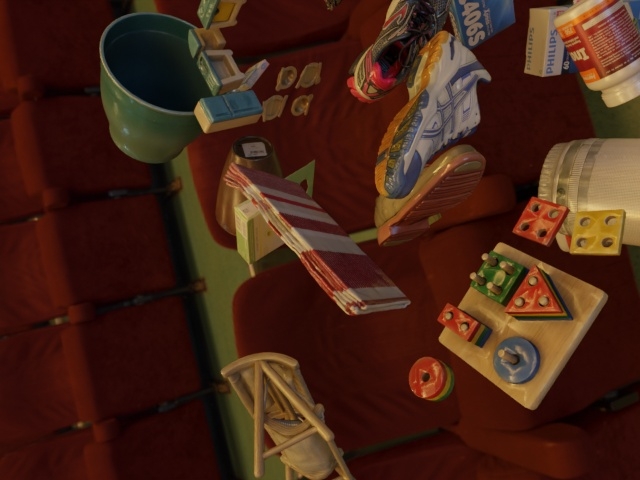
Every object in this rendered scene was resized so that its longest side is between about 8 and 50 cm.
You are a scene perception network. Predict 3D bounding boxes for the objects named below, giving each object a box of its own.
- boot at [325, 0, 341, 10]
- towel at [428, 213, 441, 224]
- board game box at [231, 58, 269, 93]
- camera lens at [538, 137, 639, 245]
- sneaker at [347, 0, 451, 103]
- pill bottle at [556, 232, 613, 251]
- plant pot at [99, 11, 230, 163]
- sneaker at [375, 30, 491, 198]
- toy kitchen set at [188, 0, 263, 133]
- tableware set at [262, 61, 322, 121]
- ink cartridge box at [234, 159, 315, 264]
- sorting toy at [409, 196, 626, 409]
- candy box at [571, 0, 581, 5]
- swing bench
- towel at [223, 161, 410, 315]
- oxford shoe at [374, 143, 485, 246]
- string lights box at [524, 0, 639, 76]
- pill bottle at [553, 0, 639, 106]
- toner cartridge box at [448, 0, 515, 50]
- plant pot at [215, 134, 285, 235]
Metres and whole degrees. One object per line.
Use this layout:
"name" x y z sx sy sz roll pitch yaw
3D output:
"boot" -0.055 -0.475 0.885 0.263 0.229 0.091 -37 24 34
"towel" 0.326 -0.094 1.679 0.021 0.237 0.102 -37 84 29
"board game box" -0.183 -0.419 1.363 0.020 0.090 0.090 44 156 -28
"camera lens" 0.632 -0.103 1.111 0.274 0.219 0.219 10 109 42
"sneaker" 0.175 -0.396 1.027 0.299 0.121 0.112 -59 18 -6
"pill bottle" 0.776 -0.100 1.319 0.362 0.210 0.210 -11 90 30
"plant pot" -0.369 -0.316 1.195 0.255 0.271 0.272 -45 62 51
"sneaker" 0.185 -0.180 0.815 0.296 0.131 0.112 -66 17 -16
"toy kitchen set" -0.184 -0.339 0.983 0.207 0.122 0.166 61 145 8
"tableware set" -0.063 -0.341 1.215 0.020 0.168 0.141 45 133 24
"ink cartridge box" -0.090 -0.064 1.231 0.056 0.235 0.171 45 152 25
"sorting toy" 0.197 0.069 0.541 0.275 0.046 0.132 -59 37 4
"candy box" 0.748 -0.616 1.457 0.070 0.165 0.196 24 85 39
"swing bench" -0.064 0.389 1.097 0.255 0.165 0.253 -122 10 -45
"towel" 0.000 0.000 0.903 0.329 0.237 0.037 47 107 22
"oxford shoe" 0.204 -0.115 1.142 0.397 0.140 0.147 133 126 -61
"string lights box" 0.572 -0.431 1.118 0.077 0.259 0.133 -117 19 -62
"pill bottle" 0.406 -0.272 0.752 0.152 0.086 0.086 56 149 -9
"toner cartridge box" 0.424 -0.689 1.438 0.165 0.348 0.075 -31 60 11
"plant pot" -0.182 -0.160 1.438 0.215 0.215 0.230 54 151 34
